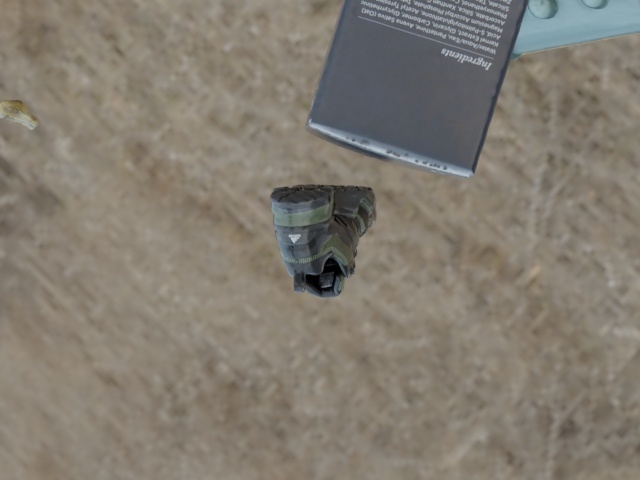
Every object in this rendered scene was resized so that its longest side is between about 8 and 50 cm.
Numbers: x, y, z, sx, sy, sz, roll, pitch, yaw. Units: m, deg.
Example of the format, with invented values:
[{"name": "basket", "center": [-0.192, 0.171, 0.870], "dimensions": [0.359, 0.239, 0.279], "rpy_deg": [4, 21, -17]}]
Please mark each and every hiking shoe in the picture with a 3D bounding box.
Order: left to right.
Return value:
[{"name": "hiking shoe", "center": [0.000, 0.000, 1.798], "dimensions": [0.086, 0.114, 0.227], "rpy_deg": [3, -177, 19]}]

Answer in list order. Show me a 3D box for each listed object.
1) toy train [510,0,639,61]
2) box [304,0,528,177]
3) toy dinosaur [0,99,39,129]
[{"name": "toy train", "center": [0.226, -0.229, 1.497], "dimensions": [0.334, 0.190, 0.142], "rpy_deg": [-3, 116, 44]}, {"name": "box", "center": [0.069, -0.150, 1.113], "dimensions": [0.108, 0.207, 0.153], "rpy_deg": [18, -179, -2]}, {"name": "toy dinosaur", "center": [-0.350, -0.107, 1.573], "dimensions": [0.092, 0.183, 0.053], "rpy_deg": [121, 138, -57]}]
